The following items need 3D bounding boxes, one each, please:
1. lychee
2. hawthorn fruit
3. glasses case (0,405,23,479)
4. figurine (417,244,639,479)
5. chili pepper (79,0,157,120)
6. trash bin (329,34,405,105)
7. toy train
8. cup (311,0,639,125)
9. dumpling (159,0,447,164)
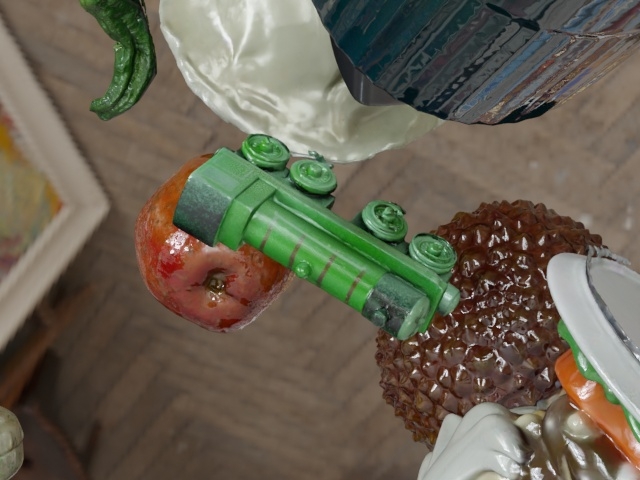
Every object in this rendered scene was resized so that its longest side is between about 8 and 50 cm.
[{"bbox_3d":[0.182,0.098,1.667,0.276,0.275,0.304,7,179,6],"label":"lychee"},{"bbox_3d":[-0.102,0.006,1.738,0.189,0.189,0.189,7,138,7],"label":"hawthorn fruit"},{"bbox_3d":[-0.449,0.183,1.596,0.425,0.156,0.098,4,105,42],"label":"glasses case"},{"bbox_3d":[0.080,0.096,0.569,0.132,0.132,0.153,35,111,-23],"label":"figurine"},{"bbox_3d":[-0.208,-0.202,1.734,0.073,0.050,0.182,-22,135,-20],"label":"chili pepper"},{"bbox_3d":[0.090,-0.291,1.754,0.182,0.209,0.290,-9,148,-9],"label":"trash bin"},{"bbox_3d":[0.000,0.000,1.442,0.251,0.119,0.085,31,125,12],"label":"toy train"},{"bbox_3d":[0.105,-0.228,0.967,0.308,0.242,0.292,22,158,-9],"label":"cup"},{"bbox_3d":[0.004,-0.233,2.006,0.395,0.315,0.233,8,147,-7],"label":"dumpling"}]
